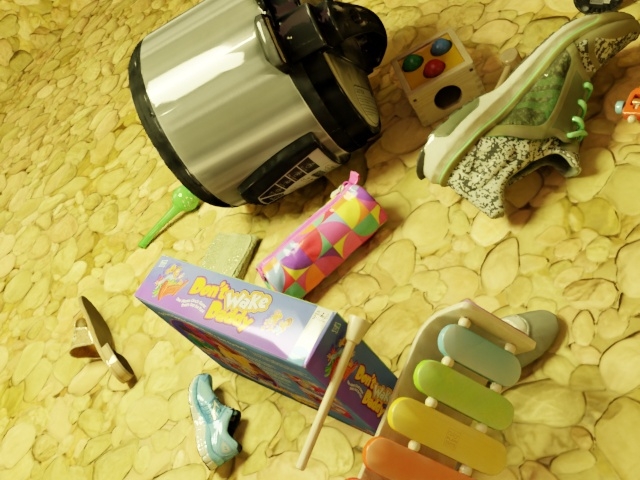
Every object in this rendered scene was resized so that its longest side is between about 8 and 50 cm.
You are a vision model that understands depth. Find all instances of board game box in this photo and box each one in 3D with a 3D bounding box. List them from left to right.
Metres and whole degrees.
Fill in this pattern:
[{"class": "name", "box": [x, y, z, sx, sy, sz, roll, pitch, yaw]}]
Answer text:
[{"class": "board game box", "box": [-0.071, 0.146, 0.981, 0.347, 0.233, 0.078, 14, 64, 41]}]

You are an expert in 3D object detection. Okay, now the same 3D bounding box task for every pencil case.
[{"class": "pencil case", "box": [0.000, 0.000, 1.153, 0.236, 0.104, 0.104, -45, 43, -5]}]

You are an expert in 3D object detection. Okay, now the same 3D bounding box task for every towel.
[{"class": "towel", "box": [-0.182, 0.047, 1.291, 0.110, 0.027, 0.148, 0, 56, 36]}]

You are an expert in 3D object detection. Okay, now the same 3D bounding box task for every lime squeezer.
[{"class": "lime squeezer", "box": [-0.279, -0.114, 1.486, 0.110, 0.059, 0.310, -25, 37, 61]}]

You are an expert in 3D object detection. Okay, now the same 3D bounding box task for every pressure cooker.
[{"class": "pressure cooker", "box": [-0.080, -0.291, 1.249, 0.421, 0.375, 0.369, -25, 42, 16]}]

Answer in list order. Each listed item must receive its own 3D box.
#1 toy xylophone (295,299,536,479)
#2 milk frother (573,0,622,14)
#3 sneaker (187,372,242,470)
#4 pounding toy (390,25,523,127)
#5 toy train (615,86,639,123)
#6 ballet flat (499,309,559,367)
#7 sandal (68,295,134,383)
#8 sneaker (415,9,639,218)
[{"class": "toy xylophone", "box": [0.111, 0.219, 0.797, 0.081, 0.236, 0.322, -16, 54, 68]}, {"class": "milk frother", "box": [0.519, -0.470, 1.202, 0.143, 0.129, 0.134, 17, 57, -6]}, {"class": "sneaker", "box": [-0.157, 0.273, 1.076, 0.073, 0.063, 0.162, -20, 48, -4]}, {"class": "pounding toy", "box": [0.249, -0.299, 1.232, 0.206, 0.094, 0.181, -27, 44, 14]}, {"class": "toy train", "box": [0.525, -0.209, 1.007, 0.166, 0.046, 0.125, 6, 60, 41]}, {"class": "ballet flat", "box": [0.211, 0.147, 0.907, 0.213, 0.068, 0.072, -32, 44, 8]}, {"class": "sandal", "box": [-0.431, 0.195, 1.295, 0.079, 0.088, 0.240, -40, 47, -9]}, {"class": "sneaker", "box": [0.350, -0.179, 1.070, 0.410, 0.158, 0.182, -39, 74, -2]}]
